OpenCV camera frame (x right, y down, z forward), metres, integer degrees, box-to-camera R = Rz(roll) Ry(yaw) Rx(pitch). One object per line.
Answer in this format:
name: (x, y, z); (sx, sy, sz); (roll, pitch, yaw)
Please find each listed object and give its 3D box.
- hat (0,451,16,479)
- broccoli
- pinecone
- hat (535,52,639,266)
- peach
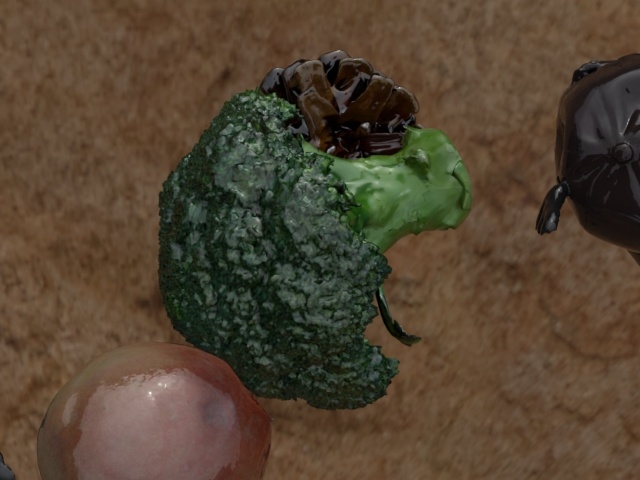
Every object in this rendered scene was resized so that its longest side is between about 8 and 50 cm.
hat: (-0.336, 0.181, 1.131); (0.257, 0.381, 0.366); (-46, 71, 12)
broccoli: (0.000, 0.000, 1.270); (0.297, 0.297, 0.298); (-24, 72, -14)
pinecone: (0.019, -0.094, 1.597); (0.202, 0.229, 0.201); (-42, 32, -8)
hat: (0.364, -0.045, 1.568); (0.336, 0.238, 0.209); (60, 30, 1)
peach: (-0.058, 0.075, 0.524); (0.083, 0.083, 0.083); (2, 67, -5)
